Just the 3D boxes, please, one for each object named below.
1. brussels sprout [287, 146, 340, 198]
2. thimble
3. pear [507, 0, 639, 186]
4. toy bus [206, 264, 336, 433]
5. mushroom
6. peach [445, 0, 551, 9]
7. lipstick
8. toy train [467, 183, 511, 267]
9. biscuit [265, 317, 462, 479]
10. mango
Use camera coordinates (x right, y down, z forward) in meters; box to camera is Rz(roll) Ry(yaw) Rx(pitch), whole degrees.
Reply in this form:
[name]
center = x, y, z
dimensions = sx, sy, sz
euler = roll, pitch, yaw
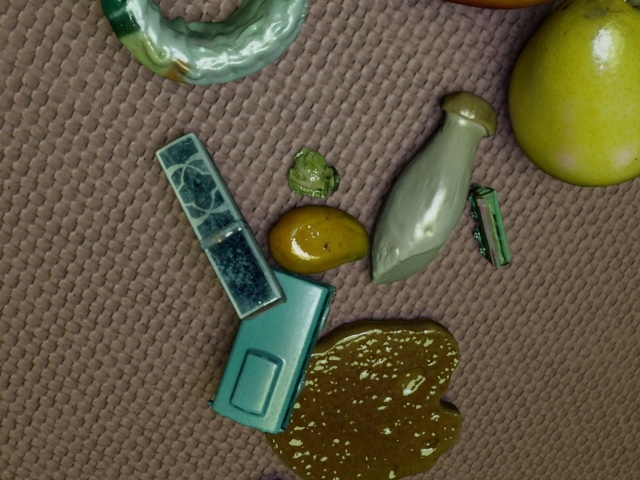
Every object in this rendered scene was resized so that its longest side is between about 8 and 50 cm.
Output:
[brussels sprout]
center = -0.007, -0.101, 1.050
dimensions = 0.085, 0.058, 0.085
euler = -11, 123, -18
[thimble]
center = -0.150, -0.349, 0.873
dimensions = 0.288, 0.167, 0.254
euler = -24, 121, -10
[pear]
center = 0.418, -0.222, 0.951
dimensions = 0.285, 0.336, 0.284
euler = -1, 86, 10
[toy bus]
center = -0.075, 0.175, 1.040
dimensions = 0.129, 0.147, 0.255
euler = 19, 88, 8
[mushroom]
center = 0.176, -0.073, 1.059
dimensions = 0.128, 0.128, 0.349
euler = 24, 97, -17
[peach]
center = 0.186, -0.445, 0.851
dimensions = 0.306, 0.380, 0.242
euler = 5, 107, -39
[lipstick]
center = -0.149, -0.023, 0.969
dimensions = 0.078, 0.076, 0.289
euler = -30, 78, 1
[toy train]
center = 0.287, -0.025, 1.118
dimensions = 0.038, 0.071, 0.147
euler = -20, 110, -4
[biscuit]
center = 0.090, 0.291, 1.179
dimensions = 0.381, 0.074, 0.359
euler = -40, 109, 1
[mango]
center = -0.004, -0.006, 1.057
dimensions = 0.165, 0.089, 0.115
euler = -19, 80, -15
